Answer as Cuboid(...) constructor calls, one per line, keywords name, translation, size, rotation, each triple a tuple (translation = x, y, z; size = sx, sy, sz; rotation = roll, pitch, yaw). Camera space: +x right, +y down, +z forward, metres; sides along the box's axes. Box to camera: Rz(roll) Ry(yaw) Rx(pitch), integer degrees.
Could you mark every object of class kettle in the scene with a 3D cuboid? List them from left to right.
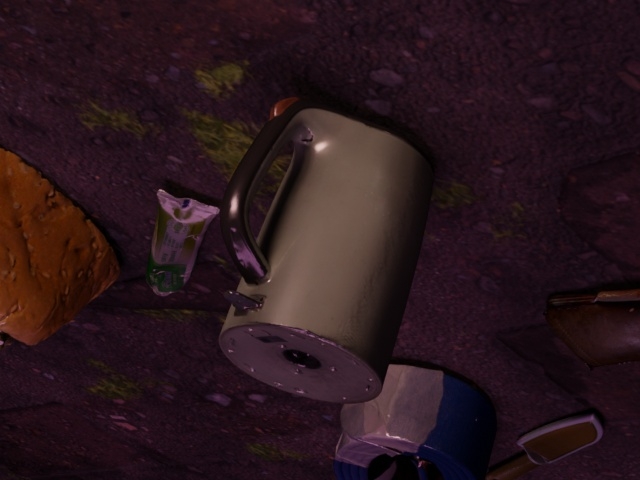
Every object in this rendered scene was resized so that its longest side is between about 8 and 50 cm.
Cuboid(name="kettle", translation=(0.000, 0.000, 1.443), size=(0.165, 0.255, 0.240), rotation=(-7, 144, 46))

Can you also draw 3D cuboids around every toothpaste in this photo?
Cuboid(name="toothpaste", translation=(-0.179, 0.008, 1.814), size=(0.078, 0.047, 0.248), rotation=(18, 151, -4))

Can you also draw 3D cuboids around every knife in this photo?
Cuboid(name="knife", translation=(0.298, 0.289, 2.021), size=(0.061, 0.027, 0.343), rotation=(29, 152, -8))

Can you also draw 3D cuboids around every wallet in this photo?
Cuboid(name="wallet", translation=(0.371, 0.091, 1.608), size=(0.255, 0.031, 0.137), rotation=(-10, 140, 43))

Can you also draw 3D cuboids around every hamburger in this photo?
Cuboid(name="hamburger", translation=(-0.401, 0.036, 1.837), size=(0.162, 0.209, 0.330), rotation=(-2, 147, 37))

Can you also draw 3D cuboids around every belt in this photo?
Cuboid(name="belt", translation=(0.131, 0.290, 2.041), size=(0.212, 0.117, 0.347), rotation=(14, 154, 10))
